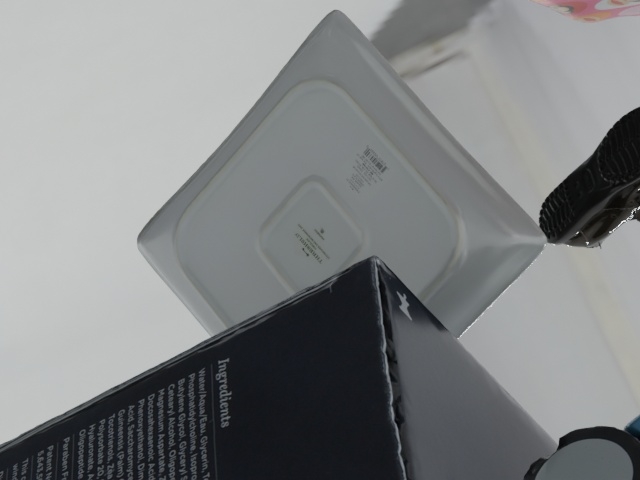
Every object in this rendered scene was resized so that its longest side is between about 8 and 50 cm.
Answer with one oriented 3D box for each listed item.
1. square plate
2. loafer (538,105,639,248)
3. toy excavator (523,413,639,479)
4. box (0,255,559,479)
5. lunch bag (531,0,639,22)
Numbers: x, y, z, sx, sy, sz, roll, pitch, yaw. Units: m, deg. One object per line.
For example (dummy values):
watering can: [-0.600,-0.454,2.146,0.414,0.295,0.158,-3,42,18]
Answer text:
square plate: [0.000,0.000,1.799,0.344,0.347,0.049,-48,155,18]
loafer: [0.318,-0.065,1.844,0.078,0.080,0.220,19,139,-30]
toy excavator: [0.437,0.203,1.300,0.445,0.222,0.433,-39,-143,-8]
box: [-0.010,0.333,1.572,0.472,0.297,0.480,-29,131,19]
lunch bag: [0.325,-0.267,1.615,0.258,0.120,0.293,0,180,26]
